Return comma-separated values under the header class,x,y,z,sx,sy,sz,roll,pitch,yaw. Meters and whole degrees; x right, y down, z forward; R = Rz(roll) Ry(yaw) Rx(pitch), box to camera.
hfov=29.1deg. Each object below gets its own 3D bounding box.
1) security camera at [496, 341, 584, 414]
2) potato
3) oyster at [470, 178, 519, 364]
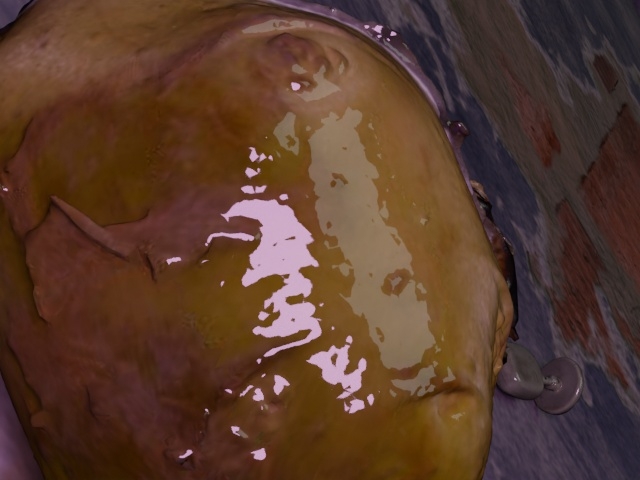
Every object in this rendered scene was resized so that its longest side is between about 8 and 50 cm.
class,x,y,z,sx,sy,sz,roll,pitch,yaw
security camera,0.185,0.120,1.095,0.092,0.058,0.058,23,46,-35
potato,-0.045,0.033,0.545,0.299,0.246,0.196,49,22,-21
oyster,0.005,-0.004,0.752,0.260,0.198,0.092,25,38,10
